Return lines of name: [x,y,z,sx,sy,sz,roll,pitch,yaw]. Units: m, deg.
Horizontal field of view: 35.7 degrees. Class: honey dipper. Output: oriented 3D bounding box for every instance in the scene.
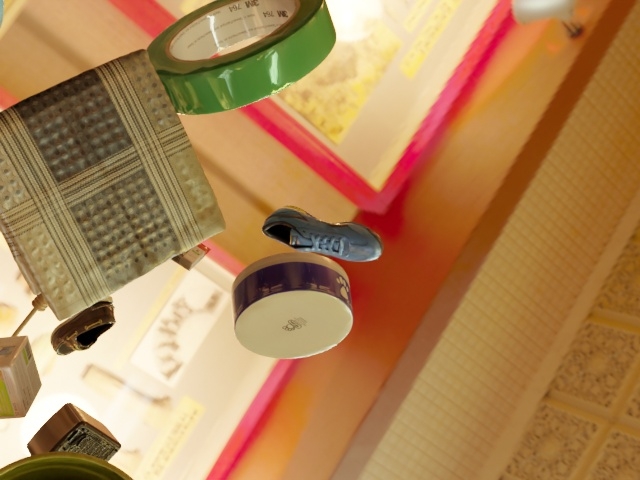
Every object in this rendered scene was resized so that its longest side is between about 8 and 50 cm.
honey dipper: [-0.552,0.153,1.860,0.161,0.030,0.030,-48,-152,18]

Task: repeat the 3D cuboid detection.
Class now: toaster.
toaster: [-0.622,0.516,2.478,0.168,0.186,0.110,-48,-135,-6]

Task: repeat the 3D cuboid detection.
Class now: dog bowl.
dog bowl: [-0.063,0.146,2.172,0.265,0.265,0.104,-35,-137,29]

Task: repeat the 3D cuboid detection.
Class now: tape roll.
tape roll: [-0.135,-0.325,1.656,0.321,0.077,0.321,-15,-146,10]

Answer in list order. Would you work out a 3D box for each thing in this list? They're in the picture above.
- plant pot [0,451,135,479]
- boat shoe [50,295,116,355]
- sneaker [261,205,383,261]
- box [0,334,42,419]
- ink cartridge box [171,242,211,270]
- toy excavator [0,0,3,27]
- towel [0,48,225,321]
plant pot: [-0.479,0.581,1.751,0.367,0.366,0.353,-67,-171,-25]
boat shoe: [-0.531,0.205,2.213,0.227,0.081,0.069,-41,-122,36]
sneaker: [0.000,0.000,1.669,0.209,0.069,0.082,17,-152,20]
box: [-0.619,0.249,1.770,0.203,0.114,0.103,-4,-154,5]
ink cartridge box: [-0.303,0.022,2.334,0.029,0.062,0.115,-62,173,34]
toy excavator: [-0.551,-0.488,1.452,0.445,0.433,0.222,-39,177,-45]
towel: [-0.331,-0.080,1.480,0.312,0.324,0.056,-30,-157,-19]
